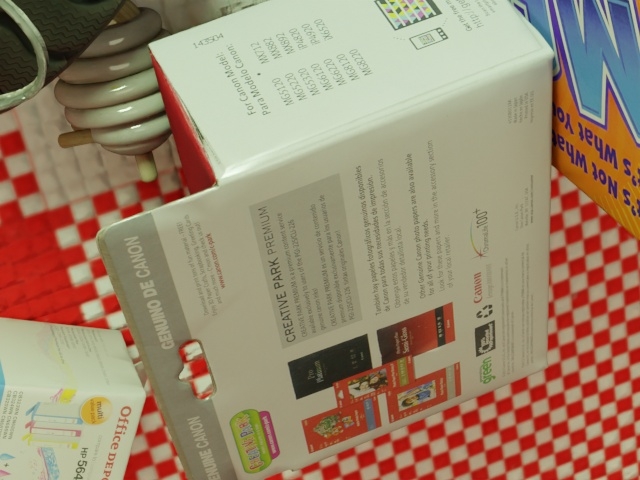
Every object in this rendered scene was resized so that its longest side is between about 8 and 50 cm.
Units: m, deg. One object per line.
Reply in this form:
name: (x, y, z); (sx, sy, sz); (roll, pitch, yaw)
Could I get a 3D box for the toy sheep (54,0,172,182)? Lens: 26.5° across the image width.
toy sheep: (-0.126, -0.098, 0.848); (0.091, 0.091, 0.132); (-20, 116, -10)

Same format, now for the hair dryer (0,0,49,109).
hair dryer: (-0.261, -0.179, 0.622); (0.293, 0.080, 0.224); (11, 103, -7)

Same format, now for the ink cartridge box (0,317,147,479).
ink cartridge box: (-0.188, 0.116, 0.933); (0.143, 0.090, 0.092); (8, 113, -24)

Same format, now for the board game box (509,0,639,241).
board game box: (0.263, -0.247, 0.756); (0.356, 0.356, 0.356); (-22, 122, -9)

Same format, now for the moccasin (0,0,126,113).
moccasin: (-0.153, -0.246, 0.738); (0.139, 0.147, 0.380); (6, 111, -39)

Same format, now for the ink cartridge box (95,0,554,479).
ink cartridge box: (0.000, 0.000, 0.869); (0.271, 0.130, 0.309); (-21, 141, -10)
